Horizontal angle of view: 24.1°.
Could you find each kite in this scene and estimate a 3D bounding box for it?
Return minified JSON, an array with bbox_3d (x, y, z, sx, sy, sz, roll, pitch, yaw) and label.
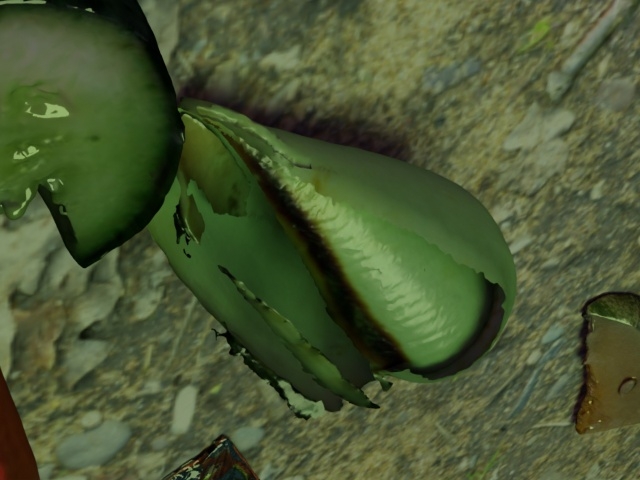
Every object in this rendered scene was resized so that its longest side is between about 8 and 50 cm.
[{"bbox_3d":[-0.093,0.212,1.110,0.232,0.009,0.189,-4,132,-39],"label":"kite"}]

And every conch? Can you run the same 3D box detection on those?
[{"bbox_3d":[0.003,0.019,0.871,0.250,0.137,0.143,7,126,-45],"label":"conch"}]

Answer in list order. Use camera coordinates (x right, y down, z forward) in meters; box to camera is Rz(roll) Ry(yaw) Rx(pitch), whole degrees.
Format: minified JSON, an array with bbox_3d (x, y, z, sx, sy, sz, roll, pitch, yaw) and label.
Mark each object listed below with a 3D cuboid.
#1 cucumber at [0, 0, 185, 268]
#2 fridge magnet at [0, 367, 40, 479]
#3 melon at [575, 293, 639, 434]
[{"bbox_3d":[-0.160,-0.072,0.642,0.191,0.130,0.191,-20,140,-18],"label":"cucumber"},{"bbox_3d":[-0.263,0.112,0.557,0.363,0.363,0.155,-54,164,20],"label":"fridge magnet"},{"bbox_3d":[0.264,0.099,1.283,0.098,0.054,0.182,-16,141,-6],"label":"melon"}]
